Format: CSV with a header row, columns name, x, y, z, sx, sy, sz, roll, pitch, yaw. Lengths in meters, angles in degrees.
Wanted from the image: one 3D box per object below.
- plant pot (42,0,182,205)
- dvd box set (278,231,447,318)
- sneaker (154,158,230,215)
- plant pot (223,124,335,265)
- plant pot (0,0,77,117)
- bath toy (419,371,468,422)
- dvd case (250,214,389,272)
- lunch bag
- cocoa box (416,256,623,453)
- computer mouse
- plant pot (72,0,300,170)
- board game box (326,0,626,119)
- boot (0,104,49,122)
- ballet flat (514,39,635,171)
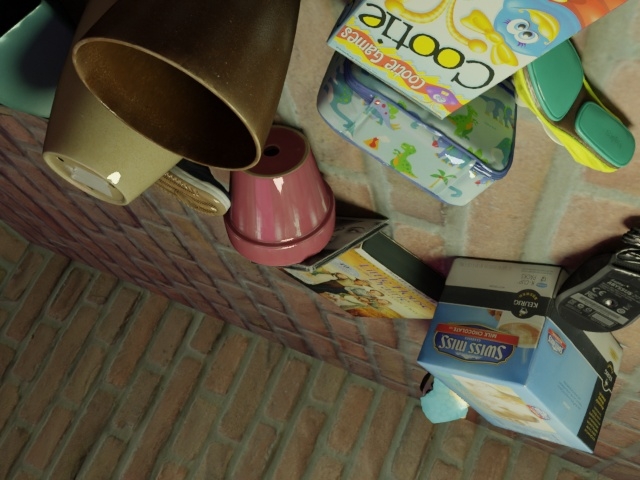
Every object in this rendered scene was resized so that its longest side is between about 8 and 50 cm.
name,x,y,z,sx,sy,sz,roll,pitch,yaw
plant pot,-0.256,-0.196,0.963,0.256,0.274,0.256,22,161,8
dvd box set,0.096,0.086,1.586,0.307,0.062,0.420,34,159,-24
sneaker,-0.233,-0.159,1.181,0.282,0.153,0.099,29,159,25
plant pot,-0.076,-0.088,1.175,0.201,0.201,0.180,19,144,19
plant pot,-0.442,-0.296,1.043,0.166,0.165,0.234,53,-176,20
bath toy,0.301,0.283,1.599,0.151,0.129,0.348,-17,-170,13
dvd case,0.000,0.000,1.290,0.164,0.221,0.018,6,116,44
lunch bag,0.112,-0.158,0.760,0.219,0.176,0.090,31,141,-13
cocoa box,0.389,0.221,1.316,0.231,0.228,0.347,5,153,45
computer mouse,0.473,0.062,1.058,0.188,0.072,0.272,30,148,-6
plant pot,-0.112,-0.231,0.754,0.215,0.230,0.215,23,161,8
board game box,0.140,-0.235,0.565,0.142,0.144,0.275,30,161,-14
boot,-0.487,-0.311,1.199,0.262,0.091,0.229,-1,148,-26
ballet flat,0.259,-0.150,0.756,0.231,0.077,0.077,36,173,-32
